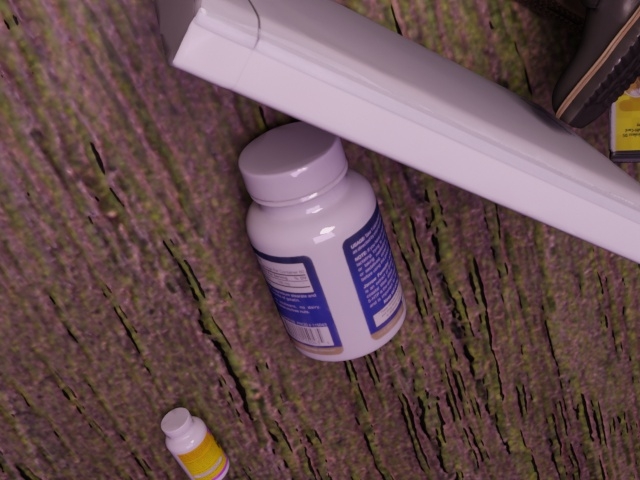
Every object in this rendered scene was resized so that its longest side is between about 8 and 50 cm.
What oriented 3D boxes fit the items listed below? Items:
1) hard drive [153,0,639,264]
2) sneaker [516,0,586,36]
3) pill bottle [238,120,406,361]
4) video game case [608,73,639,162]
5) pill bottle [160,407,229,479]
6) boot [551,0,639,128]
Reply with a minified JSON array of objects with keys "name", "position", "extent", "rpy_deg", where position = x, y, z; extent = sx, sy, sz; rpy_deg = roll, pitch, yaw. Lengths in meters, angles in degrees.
[{"name":"hard drive","position":[0.057,-0.105,0.581],"extent":[0.353,0.233,0.047],"rpy_deg":[20,113,-25]},{"name":"sneaker","position":[0.192,-0.222,0.664],"extent":[0.188,0.066,0.071],"rpy_deg":[22,93,-29]},{"name":"pill bottle","position":[0.000,0.000,0.700],"extent":[0.112,0.112,0.187],"rpy_deg":[-21,123,-3]},{"name":"video game case","position":[0.350,-0.184,0.592],"extent":[0.274,0.035,0.248],"rpy_deg":[0,100,19]},{"name":"pill bottle","position":[-0.126,0.205,0.825],"extent":[0.043,0.043,0.083],"rpy_deg":[-25,124,0]},{"name":"boot","position":[0.194,-0.195,0.597],"extent":[0.198,0.137,0.077],"rpy_deg":[-58,157,16]}]
